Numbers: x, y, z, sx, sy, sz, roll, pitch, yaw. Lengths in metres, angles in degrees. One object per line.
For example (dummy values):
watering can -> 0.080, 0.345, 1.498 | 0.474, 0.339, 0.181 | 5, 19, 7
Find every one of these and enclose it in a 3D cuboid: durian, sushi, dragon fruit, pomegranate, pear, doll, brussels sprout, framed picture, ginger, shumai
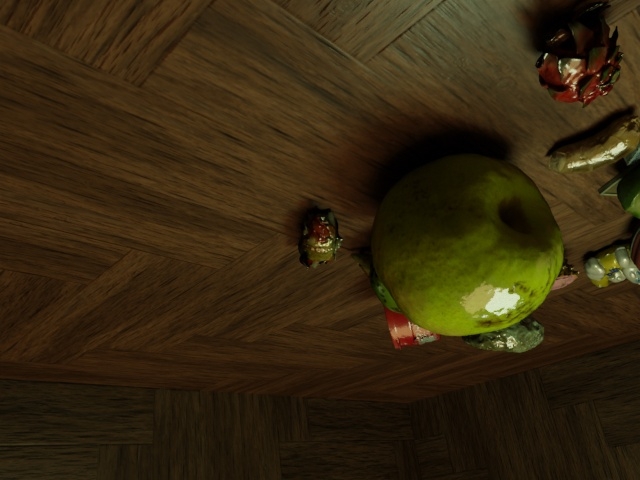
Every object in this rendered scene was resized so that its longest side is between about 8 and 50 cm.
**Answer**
durian -> 0.686, 0.106, 1.667 | 0.191, 0.112, 0.341 | -25, 158, 12
sushi -> 0.002, -0.003, 1.276 | 0.097, 0.103, 0.226 | 20, 155, 5
dragon fruit -> 0.392, -0.274, 0.816 | 0.121, 0.130, 0.142 | -16, 113, 31
pomegranate -> 0.202, 0.080, 1.394 | 0.263, 0.211, 0.211 | 3, 165, 39
pear -> 0.277, 0.017, 1.103 | 0.391, 0.391, 0.391 | -6, 153, -3
doll -> 0.962, 0.081, 1.681 | 0.237, 0.111, 0.252 | -26, 139, 29
brussels sprout -> 0.749, -0.115, 1.187 | 0.183, 0.131, 0.145 | -10, 139, -23
framed picture -> 0.798, -0.150, 1.285 | 0.203, 0.015, 0.150 | 1, 152, -16
ginger -> 0.561, -0.185, 1.092 | 0.095, 0.069, 0.190 | 37, 135, -22
shumai -> 0.589, 0.239, 1.731 | 0.261, 0.221, 0.225 | 9, -171, 22

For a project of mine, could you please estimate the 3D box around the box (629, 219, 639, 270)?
box -> 1.058, 0.002, 1.433 | 0.404, 0.108, 0.263 | -1, 137, 16

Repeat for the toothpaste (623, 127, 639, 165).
toothpaste -> 0.673, -0.214, 1.102 | 0.046, 0.034, 0.164 | -10, 153, 4

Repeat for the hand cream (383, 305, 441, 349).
hand cream -> 0.270, 0.205, 1.614 | 0.149, 0.230, 0.230 | -15, 153, 6
